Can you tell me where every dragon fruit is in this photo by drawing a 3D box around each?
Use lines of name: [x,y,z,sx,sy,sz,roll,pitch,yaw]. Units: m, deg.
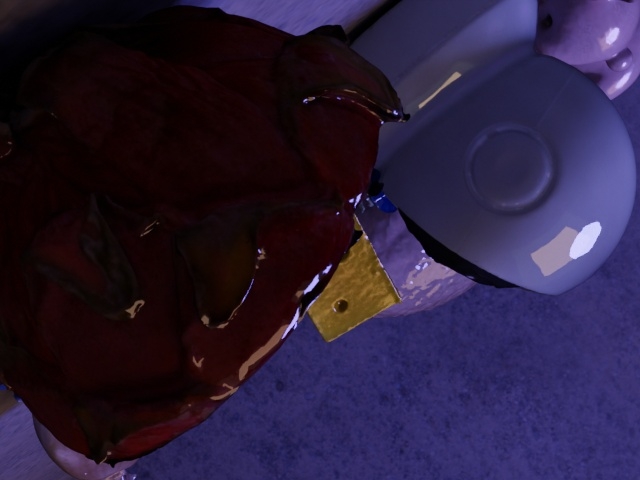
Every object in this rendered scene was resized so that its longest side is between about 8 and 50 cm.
dragon fruit: [-0.091,-0.031,0.652,0.224,0.148,0.218,-47,-156,9]

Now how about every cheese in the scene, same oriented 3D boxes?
cheese: [0.000,0.000,1.525,0.093,0.126,0.171,-29,-149,3]

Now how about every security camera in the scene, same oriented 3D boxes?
security camera: [0.127,-0.069,1.083,0.194,0.236,0.194,-38,177,-3]

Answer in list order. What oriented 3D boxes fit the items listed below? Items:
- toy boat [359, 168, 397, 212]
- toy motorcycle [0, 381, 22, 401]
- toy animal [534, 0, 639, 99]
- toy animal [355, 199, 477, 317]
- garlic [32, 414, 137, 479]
toy boat: [-0.006,-0.022,1.338,0.292,0.070,0.210,-39,-171,-19]
toy motorcycle: [-0.168,0.049,1.105,0.205,0.076,0.114,-35,-178,-10]
toy animal: [0.231,-0.210,1.305,0.124,0.124,0.212,-37,154,2]
toy animal: [0.125,-0.009,1.847,0.358,0.188,0.226,-34,168,-22]
garlic: [-0.189,0.138,1.453,0.217,0.110,0.228,1,131,-52]
